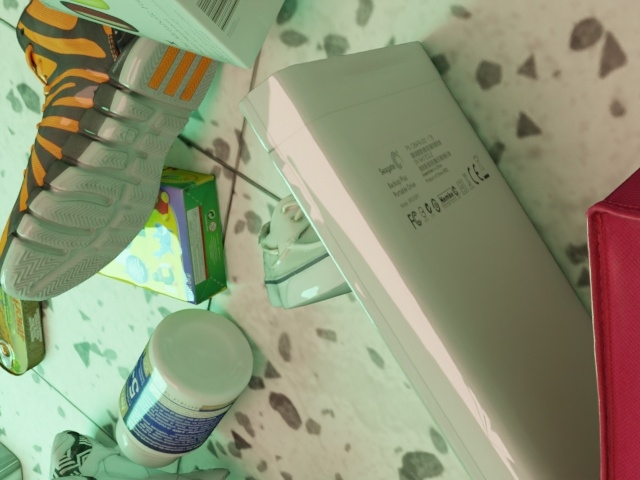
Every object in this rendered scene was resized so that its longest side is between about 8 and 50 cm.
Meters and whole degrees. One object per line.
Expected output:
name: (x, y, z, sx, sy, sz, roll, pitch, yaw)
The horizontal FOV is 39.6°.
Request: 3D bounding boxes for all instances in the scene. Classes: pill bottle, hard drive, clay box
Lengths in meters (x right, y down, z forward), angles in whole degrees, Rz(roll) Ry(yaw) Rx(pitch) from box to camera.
pill bottle: (-0.156, 0.168, 0.959, 0.112, 0.112, 0.187, 46, 133, 12)
hard drive: (0.107, 0.036, 0.586, 0.047, 0.233, 0.353, -33, 89, 30)
clay box: (-0.202, -0.020, 0.942, 0.222, 0.053, 0.127, 12, 117, 34)

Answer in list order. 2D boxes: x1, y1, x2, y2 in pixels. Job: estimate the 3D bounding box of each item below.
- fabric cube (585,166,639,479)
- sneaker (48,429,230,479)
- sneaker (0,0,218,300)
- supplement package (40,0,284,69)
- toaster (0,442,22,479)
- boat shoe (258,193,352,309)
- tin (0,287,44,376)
fabric cube: (0.296, 0.067, 0.426, 0.259, 0.258, 0.254, 10, 119, 37)
sneaker: (-0.227, 0.323, 1.070, 0.366, 0.210, 0.137, -178, 95, -77)
sneaker: (-0.233, -0.108, 0.848, 0.180, 0.124, 0.321, 40, 100, 31)
supplement package: (-0.149, -0.247, 0.691, 0.244, 0.139, 0.134, 22, 83, 31)
toaster: (-0.568, 0.395, 1.424, 0.185, 0.110, 0.168, 30, 128, 26)
boat shoe: (0.000, 0.000, 0.708, 0.267, 0.096, 0.088, 157, 94, -80)
tin: (-0.420, 0.097, 1.200, 0.106, 0.040, 0.190, 28, 127, 32)
